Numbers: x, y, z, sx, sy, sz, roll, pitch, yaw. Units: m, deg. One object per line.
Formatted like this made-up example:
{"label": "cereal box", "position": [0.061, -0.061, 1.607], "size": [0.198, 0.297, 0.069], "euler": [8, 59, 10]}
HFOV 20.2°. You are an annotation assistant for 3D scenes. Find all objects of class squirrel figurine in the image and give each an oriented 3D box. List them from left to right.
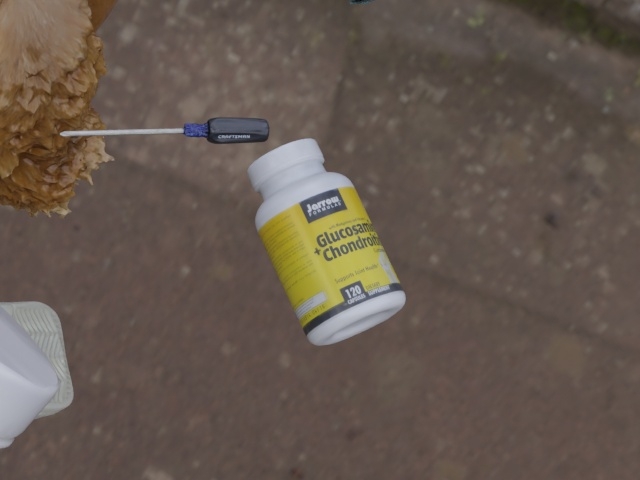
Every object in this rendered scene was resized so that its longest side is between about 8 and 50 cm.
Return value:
{"label": "squirrel figurine", "position": [-0.333, -0.215, 1.682], "size": [0.281, 0.370, 0.397], "euler": [-2, 77, -33]}

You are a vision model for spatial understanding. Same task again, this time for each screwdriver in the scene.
{"label": "screwdriver", "position": [-0.123, -0.089, 1.438], "size": [0.170, 0.025, 0.024], "euler": [0, 64, -19]}

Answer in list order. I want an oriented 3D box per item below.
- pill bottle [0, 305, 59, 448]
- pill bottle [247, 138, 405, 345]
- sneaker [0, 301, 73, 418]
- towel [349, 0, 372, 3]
{"label": "pill bottle", "position": [-0.234, 0.122, 0.794], "size": [0.136, 0.136, 0.245], "euler": [43, 93, 9]}
{"label": "pill bottle", "position": [0.000, 0.000, 1.715], "size": [0.103, 0.103, 0.184], "euler": [-18, 77, -34]}
{"label": "sneaker", "position": [-0.325, 0.097, 1.388], "size": [0.148, 0.350, 0.131], "euler": [-15, 72, 14]}
{"label": "towel", "position": [0.229, -0.307, 1.635], "size": [0.271, 0.370, 0.040], "euler": [-36, 108, -52]}
